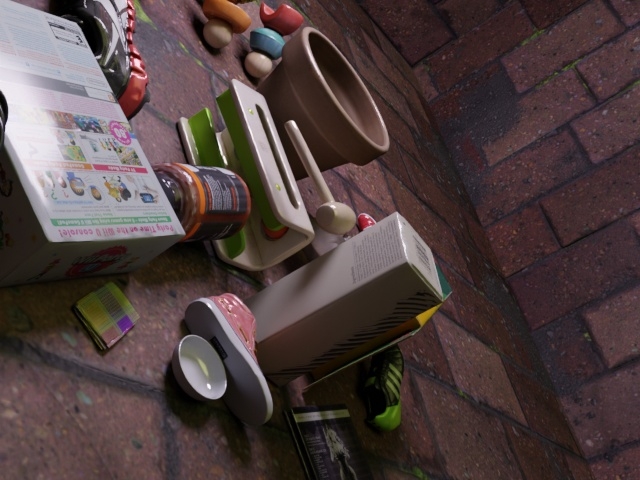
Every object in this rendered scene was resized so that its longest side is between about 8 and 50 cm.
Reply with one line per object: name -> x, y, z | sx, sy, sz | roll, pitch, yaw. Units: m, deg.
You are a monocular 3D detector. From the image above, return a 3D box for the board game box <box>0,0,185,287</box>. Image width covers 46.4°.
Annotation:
board game box -> -0.303, -0.110, 0.808 | 0.303, 0.097, 0.224 | 61, 22, 10

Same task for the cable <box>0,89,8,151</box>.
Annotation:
cable -> -0.353, -0.136, 0.628 | 0.184, 0.047, 0.150 | 50, 39, 3

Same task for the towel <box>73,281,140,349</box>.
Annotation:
towel -> -0.235, 0.081, 0.822 | 0.060, 0.009, 0.083 | 55, 20, -7

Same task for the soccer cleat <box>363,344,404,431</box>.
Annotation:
soccer cleat -> 0.107, 0.239, 1.287 | 0.072, 0.060, 0.178 | 34, 44, -39

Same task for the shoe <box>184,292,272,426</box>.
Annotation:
shoe -> -0.101, 0.147, 0.959 | 0.178, 0.063, 0.081 | 58, 25, 9

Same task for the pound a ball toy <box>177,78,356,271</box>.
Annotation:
pound a ball toy -> -0.072, -0.099, 1.157 | 0.136, 0.208, 0.319 | 24, 39, -56

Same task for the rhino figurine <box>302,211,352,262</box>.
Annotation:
rhino figurine -> 0.000, 0.000, 1.312 | 0.106, 0.073, 0.243 | 22, 19, -41

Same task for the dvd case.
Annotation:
dvd case -> 0.032, 0.341, 1.063 | 0.164, 0.018, 0.221 | 17, 47, -59

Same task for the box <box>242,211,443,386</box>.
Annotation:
box -> 0.023, 0.085, 1.025 | 0.094, 0.275, 0.113 | 45, 25, -33

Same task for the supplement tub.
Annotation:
supplement tub -> -0.180, -0.050, 0.990 | 0.106, 0.106, 0.198 | 63, 20, 9

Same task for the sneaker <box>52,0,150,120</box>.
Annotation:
sneaker -> -0.317, -0.293, 1.017 | 0.135, 0.098, 0.276 | 31, 36, -55

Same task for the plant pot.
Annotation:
plant pot -> -0.039, -0.217, 1.360 | 0.263, 0.229, 0.263 | 48, 24, -29

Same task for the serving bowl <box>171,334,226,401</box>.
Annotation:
serving bowl -> -0.149, 0.156, 0.889 | 0.083, 0.027, 0.083 | 47, 25, -29

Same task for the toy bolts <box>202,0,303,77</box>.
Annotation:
toy bolts -> -0.176, -0.453, 1.582 | 0.228, 0.158, 0.218 | 26, -3, -40

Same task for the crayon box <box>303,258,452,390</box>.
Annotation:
crayon box -> 0.089, 0.128, 1.221 | 0.081, 0.202, 0.318 | 60, 20, 3

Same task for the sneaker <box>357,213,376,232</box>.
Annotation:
sneaker -> 0.113, -0.006, 1.684 | 0.118, 0.042, 0.067 | 63, 18, 4
